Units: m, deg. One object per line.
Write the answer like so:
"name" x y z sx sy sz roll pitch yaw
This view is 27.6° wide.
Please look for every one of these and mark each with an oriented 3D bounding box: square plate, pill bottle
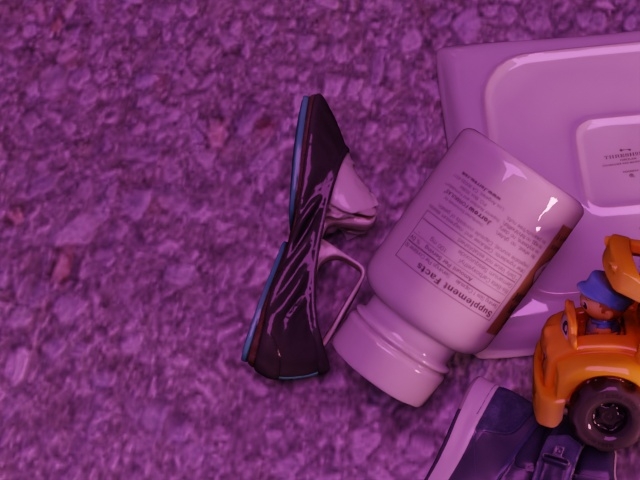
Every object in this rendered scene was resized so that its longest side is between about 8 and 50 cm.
"square plate" 0.299 -0.067 1.253 0.347 0.049 0.344 -5 65 4
"pill bottle" 0.116 0.027 1.154 0.131 0.131 0.229 38 98 20

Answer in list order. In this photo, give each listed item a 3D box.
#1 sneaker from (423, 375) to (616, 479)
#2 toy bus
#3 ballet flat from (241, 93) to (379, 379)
"sneaker" 0.164 0.241 1.106 0.163 0.086 0.226 21 68 18
"toy bus" 0.289 0.057 1.089 0.220 0.211 0.149 0 24 8
"ballet flat" 0.000 0.000 1.237 0.096 0.095 0.280 12 77 1
